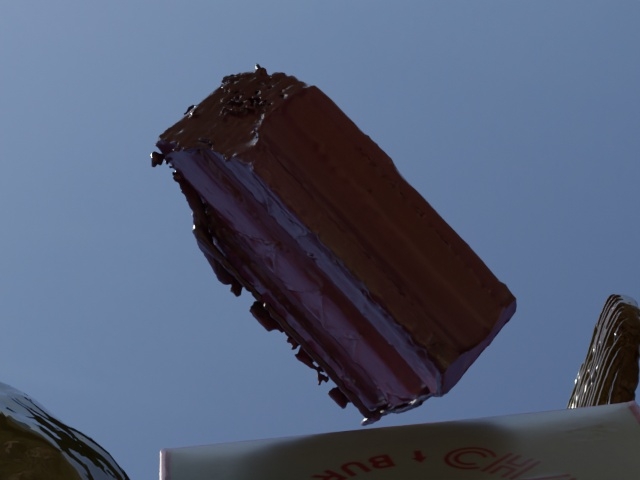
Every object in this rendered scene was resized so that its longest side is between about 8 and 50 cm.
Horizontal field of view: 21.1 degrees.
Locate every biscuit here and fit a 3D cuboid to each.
[{"bbox_3d":[0.215,0.151,1.382,0.031,0.176,0.228,16,-122,-3],"label":"biscuit"}]

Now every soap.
[{"bbox_3d":[0.000,0.000,1.156,0.250,0.162,0.099,47,-113,-8],"label":"soap"}]

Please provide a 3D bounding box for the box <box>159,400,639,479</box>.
[{"bbox_3d":[0.072,0.295,0.983,0.312,0.300,0.314,-5,-162,-3],"label":"box"}]

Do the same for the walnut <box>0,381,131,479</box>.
[{"bbox_3d":[-0.178,0.194,0.654,0.282,0.253,0.276,-25,-103,8],"label":"walnut"}]
